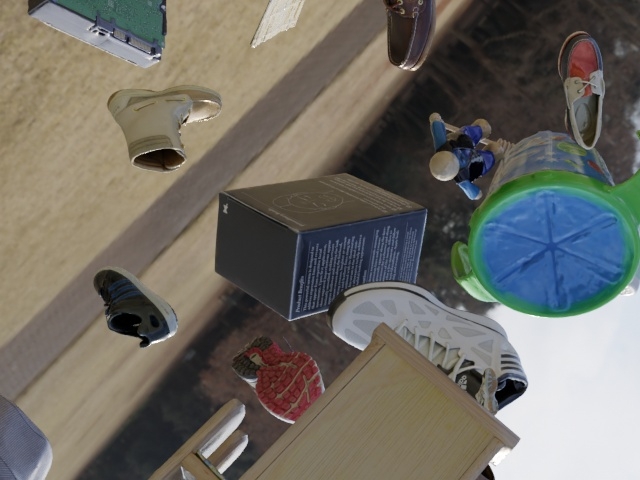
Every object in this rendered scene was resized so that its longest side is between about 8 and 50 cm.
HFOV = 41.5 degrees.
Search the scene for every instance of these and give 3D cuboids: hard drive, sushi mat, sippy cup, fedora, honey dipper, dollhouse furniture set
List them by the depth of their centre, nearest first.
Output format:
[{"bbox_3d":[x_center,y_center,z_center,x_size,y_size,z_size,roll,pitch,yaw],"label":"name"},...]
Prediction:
[{"bbox_3d":[0.025,0.299,0.918,0.256,0.362,0.394,-43,162,-22],"label":"dollhouse furniture set"},{"bbox_3d":[0.341,-0.043,1.244,0.224,0.305,0.240,-69,154,-53],"label":"sippy cup"},{"bbox_3d":[-0.491,0.314,1.254,0.124,0.244,0.275,-48,149,-37],"label":"fedora"},{"bbox_3d":[-0.360,-0.478,1.387,0.064,0.339,0.237,-18,158,35],"label":"hard drive"},{"bbox_3d":[0.287,-0.193,1.563,0.030,0.161,0.030,-158,-90,-89],"label":"honey dipper"},{"bbox_3d":[-0.051,-0.525,1.731,0.151,0.019,0.316,-38,172,-33],"label":"sushi mat"}]

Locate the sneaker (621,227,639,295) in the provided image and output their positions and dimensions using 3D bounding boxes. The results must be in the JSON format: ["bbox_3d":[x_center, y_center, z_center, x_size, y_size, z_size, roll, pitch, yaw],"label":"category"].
[{"bbox_3d":[0.492,0.017,1.554,0.256,0.094,0.151,5,-120,51],"label":"sneaker"}]

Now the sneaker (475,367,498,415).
[{"bbox_3d":[0.278,0.257,1.430,0.032,0.083,0.037,-1,-179,-40],"label":"sneaker"}]

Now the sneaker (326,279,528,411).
[{"bbox_3d":[0.243,0.226,1.749,0.257,0.447,0.169,-119,-133,-65],"label":"sneaker"}]

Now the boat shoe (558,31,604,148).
[{"bbox_3d":[0.303,-0.171,0.972,0.043,0.049,0.137,-92,172,-56],"label":"boat shoe"}]

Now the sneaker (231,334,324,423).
[{"bbox_3d":[-0.058,0.265,1.554,0.121,0.112,0.299,-41,-157,-10],"label":"sneaker"}]

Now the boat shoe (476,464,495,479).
[{"bbox_3d":[0.161,0.238,1.172,0.095,0.257,0.095,-36,163,28],"label":"boat shoe"}]

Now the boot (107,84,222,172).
[{"bbox_3d":[-0.317,-0.246,1.859,0.262,0.203,0.095,-5,141,-30],"label":"boot"}]

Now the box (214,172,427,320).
[{"bbox_3d":[0.000,0.000,1.966,0.395,0.293,0.212,-11,117,-39],"label":"box"}]

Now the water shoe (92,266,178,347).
[{"bbox_3d":[-0.319,0.104,1.362,0.080,0.203,0.073,-30,132,-40],"label":"water shoe"}]

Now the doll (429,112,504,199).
[{"bbox_3d":[0.186,-0.116,1.121,0.046,0.129,0.189,-30,-178,33],"label":"doll"}]

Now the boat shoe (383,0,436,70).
[{"bbox_3d":[0.117,-0.334,1.135,0.073,0.073,0.207,-7,112,-39],"label":"boat shoe"}]
